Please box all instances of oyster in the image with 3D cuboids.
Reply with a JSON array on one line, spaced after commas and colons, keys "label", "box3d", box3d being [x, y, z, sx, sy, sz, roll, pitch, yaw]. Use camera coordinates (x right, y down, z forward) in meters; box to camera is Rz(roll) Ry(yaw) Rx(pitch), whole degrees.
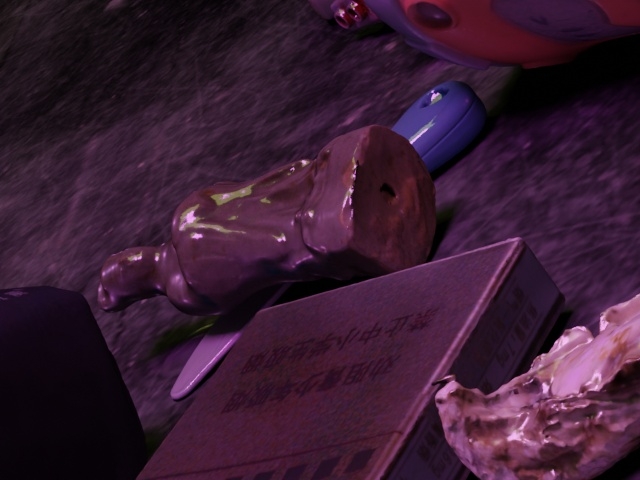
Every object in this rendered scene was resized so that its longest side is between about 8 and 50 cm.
[{"label": "oyster", "box3d": [0.152, 0.040, 0.733, 0.200, 0.061, 0.106, -20, 8, 34]}]

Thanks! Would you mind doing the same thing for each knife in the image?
[{"label": "knife", "box3d": [0.000, -0.001, 1.097, 0.244, 0.032, 0.058, -44, 25, -7]}]

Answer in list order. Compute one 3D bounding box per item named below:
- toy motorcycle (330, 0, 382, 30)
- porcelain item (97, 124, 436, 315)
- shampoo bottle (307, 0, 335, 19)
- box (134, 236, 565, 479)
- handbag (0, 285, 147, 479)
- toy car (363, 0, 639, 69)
[{"label": "toy motorcycle", "box3d": [0.063, -0.177, 1.304, 0.122, 0.082, 0.213, -44, 10, -17]}, {"label": "porcelain item", "box3d": [-0.042, -0.001, 1.060, 0.216, 0.069, 0.081, -15, 56, 38]}, {"label": "shampoo bottle", "box3d": [0.089, -0.269, 1.443, 0.262, 0.085, 0.085, -33, 20, 10]}, {"label": "box", "box3d": [-0.033, 0.132, 0.818, 0.180, 0.047, 0.325, -16, 29, 44]}, {"label": "handbag", "box3d": [-0.274, 0.121, 0.939, 0.275, 0.178, 0.302, -19, -1, 30]}, {"label": "toy car", "box3d": [0.140, -0.221, 1.045, 0.212, 0.180, 0.270, 15, 91, 44]}]
